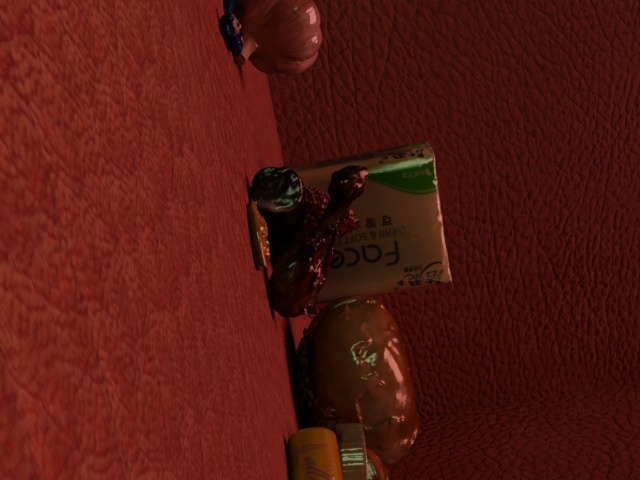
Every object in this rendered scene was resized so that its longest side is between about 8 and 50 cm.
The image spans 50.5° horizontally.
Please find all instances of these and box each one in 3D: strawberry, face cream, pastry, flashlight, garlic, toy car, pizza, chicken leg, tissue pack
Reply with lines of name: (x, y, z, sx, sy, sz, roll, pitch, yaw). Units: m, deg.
strawberry: (-0.036, -0.060, 1.423, 0.087, 0.208, 0.167, -56, 143, -33)
face cream: (0.004, 0.404, 0.961, 0.078, 0.078, 0.273, 80, 0, -47)
pastry: (0.074, 0.317, 1.484, 0.409, 0.245, 0.409, -13, 90, -89)
flashlight: (-0.156, -0.372, 1.224, 0.121, 0.036, 0.057, 78, 1, -76)
flashlight: (-0.061, -0.008, 1.336, 0.424, 0.103, 0.103, 80, 0, -67)
garlic: (-0.121, -0.429, 1.421, 0.212, 0.219, 0.218, -47, 143, -35)
toy car: (0.049, 0.410, 1.113, 0.235, 0.145, 0.234, 176, -90, -88)
pizza: (-0.095, 0.002, 1.104, 0.108, 0.027, 0.122, 85, -5, -65)
chicken leg: (0.000, 0.000, 1.205, 0.113, 0.093, 0.304, 20, 100, -56)
tissue pack: (0.087, -0.038, 1.627, 0.205, 0.405, 0.331, -86, 167, -76)

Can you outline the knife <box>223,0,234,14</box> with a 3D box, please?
knife: (-0.202, -0.585, 1.397, 0.044, 0.026, 0.296, 71, 11, -70)
